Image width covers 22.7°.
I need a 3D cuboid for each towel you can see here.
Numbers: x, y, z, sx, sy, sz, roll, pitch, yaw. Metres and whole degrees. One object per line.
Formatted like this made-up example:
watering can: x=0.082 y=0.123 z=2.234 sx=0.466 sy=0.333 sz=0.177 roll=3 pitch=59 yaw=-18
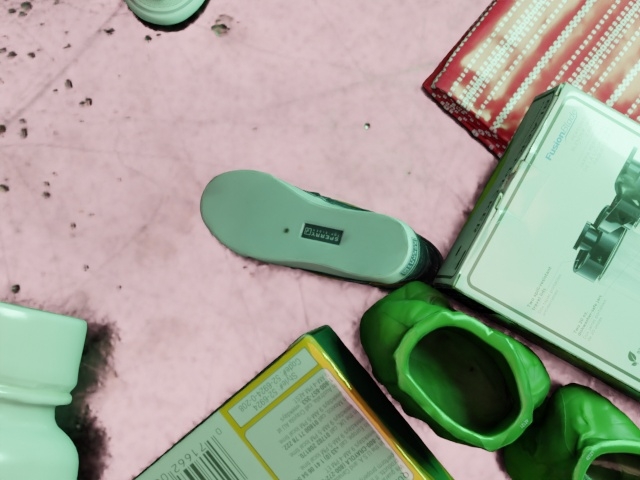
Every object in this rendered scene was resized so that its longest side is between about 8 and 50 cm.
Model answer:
towel: x=0.242 y=-0.103 z=1.223 sx=0.275 sy=0.031 sz=0.199 roll=40 pitch=86 yaw=2

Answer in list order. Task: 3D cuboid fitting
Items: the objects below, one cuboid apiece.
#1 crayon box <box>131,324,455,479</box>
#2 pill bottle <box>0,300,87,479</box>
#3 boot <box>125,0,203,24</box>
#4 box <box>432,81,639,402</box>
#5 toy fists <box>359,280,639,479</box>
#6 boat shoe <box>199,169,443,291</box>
crayon box: x=0.024 y=0.249 z=1.140 sx=0.203 sy=0.083 sz=0.323 roll=-40 pitch=84 yaw=10
pill bottle: x=-0.284 y=0.213 z=1.103 sx=0.204 sy=0.204 sz=0.361 roll=12 pitch=86 yaw=0
boot: x=-0.108 y=-0.296 z=1.180 sx=0.095 sy=0.123 sz=0.258 roll=7 pitch=86 yaw=-1
box: x=0.248 y=0.030 z=1.149 sx=0.290 sy=0.087 sz=0.169 roll=28 pitch=87 yaw=-5
toy fists: x=0.148 y=0.128 z=1.140 sx=0.279 sy=0.142 sz=0.096 roll=34 pitch=82 yaw=-9
boat shoe: x=0.000 y=0.000 z=1.198 sx=0.183 sy=0.083 sz=0.065 roll=18 pitch=85 yaw=27
